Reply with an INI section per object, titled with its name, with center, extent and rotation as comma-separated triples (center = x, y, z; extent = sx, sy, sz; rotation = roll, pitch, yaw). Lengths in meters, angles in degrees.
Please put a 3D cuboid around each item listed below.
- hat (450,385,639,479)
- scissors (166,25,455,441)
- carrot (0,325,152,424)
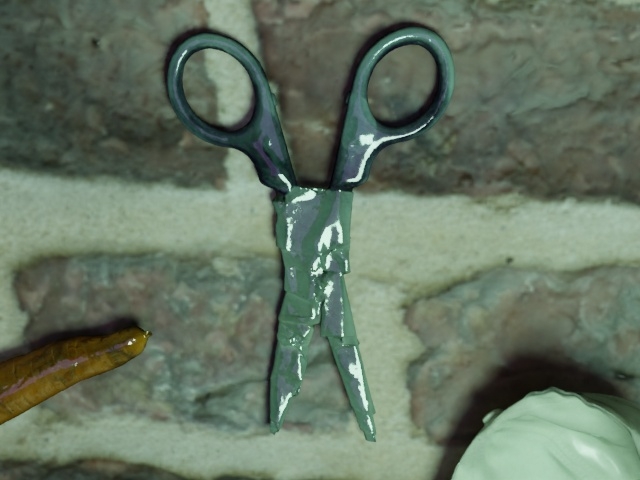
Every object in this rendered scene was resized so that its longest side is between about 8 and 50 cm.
[hat]
center = 0.277, 0.255, 1.085
extent = 0.301, 0.168, 0.258
rotation = 27, 125, -27
[scissors]
center = 0.000, 0.000, 1.087
extent = 0.256, 0.029, 0.384
rotation = -3, 99, 2
[carrot]
center = -0.268, 0.130, 1.110
extent = 0.247, 0.059, 0.059
rotation = -23, 99, 2
